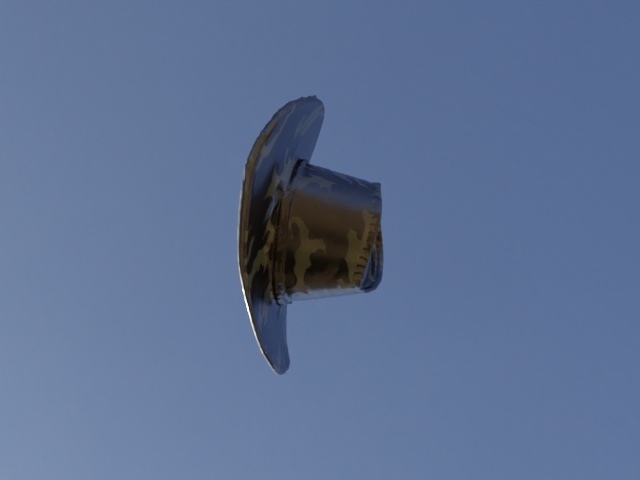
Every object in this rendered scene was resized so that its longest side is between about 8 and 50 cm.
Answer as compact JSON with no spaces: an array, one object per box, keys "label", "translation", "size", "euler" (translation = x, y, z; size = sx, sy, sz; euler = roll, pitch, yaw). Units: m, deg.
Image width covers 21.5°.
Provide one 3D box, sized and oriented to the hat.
[{"label":"hat","translation":[0.000,0.000,0.675],"size":[0.050,0.121,0.121],"euler":[5,-68,9]}]
